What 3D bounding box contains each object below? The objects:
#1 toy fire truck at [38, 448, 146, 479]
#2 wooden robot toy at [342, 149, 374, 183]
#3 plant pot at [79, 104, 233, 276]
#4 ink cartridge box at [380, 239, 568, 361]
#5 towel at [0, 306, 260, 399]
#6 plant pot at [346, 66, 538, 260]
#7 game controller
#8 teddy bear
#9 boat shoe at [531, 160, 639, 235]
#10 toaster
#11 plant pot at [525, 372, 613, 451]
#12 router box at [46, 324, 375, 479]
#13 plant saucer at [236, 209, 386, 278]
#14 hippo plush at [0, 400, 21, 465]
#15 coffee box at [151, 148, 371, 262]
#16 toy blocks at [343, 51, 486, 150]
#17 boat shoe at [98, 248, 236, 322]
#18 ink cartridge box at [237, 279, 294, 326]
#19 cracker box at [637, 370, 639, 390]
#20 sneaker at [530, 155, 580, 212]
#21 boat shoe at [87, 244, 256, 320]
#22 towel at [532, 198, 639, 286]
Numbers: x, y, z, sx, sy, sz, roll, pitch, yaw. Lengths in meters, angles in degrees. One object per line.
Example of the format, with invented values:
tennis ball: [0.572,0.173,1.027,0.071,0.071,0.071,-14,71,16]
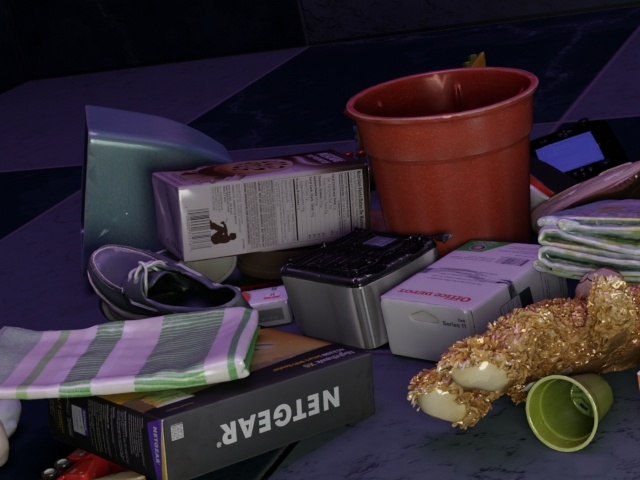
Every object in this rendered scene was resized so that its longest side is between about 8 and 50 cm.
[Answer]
toy fire truck: [-0.246,0.277,1.562,0.135,0.047,0.192,-1,20,28]
wooden robot toy: [0.084,-0.130,2.517,0.173,0.076,0.079,-7,8,16]
plant pot: [-0.281,-0.087,2.369,0.252,0.247,0.248,1,16,-12]
ink cartridge box: [0.200,0.078,1.789,0.153,0.087,0.208,7,26,44]
towel: [-0.238,0.131,1.612,0.325,0.038,0.248,-4,12,2]
plant pot: [0.192,-0.087,1.987,0.272,0.265,0.272,-9,19,3]
game controller: [0.417,-0.132,2.299,0.166,0.067,0.319,-10,18,6]
teddy bear: [0.248,0.109,1.539,0.338,0.113,0.245,-22,-22,-13]
boat shoe: [0.452,-0.067,2.029,0.302,0.109,0.098,-21,21,-8]
toaster: [0.069,0.059,1.894,0.168,0.110,0.185,-28,23,-37]
plant pot: [0.276,0.175,1.486,0.083,0.083,0.079,1,11,36]
router box: [-0.129,0.182,1.626,0.309,0.081,0.243,-13,15,-40]
plant saucer: [0.000,0.000,2.198,0.278,0.041,0.278,-10,15,3]
hippo plush: [-0.542,0.181,1.738,0.294,0.236,0.234,-18,20,-17]
coffee box: [-0.089,-0.056,2.100,0.297,0.119,0.168,-8,13,-19]
toy blocks: [0.170,-0.228,2.524,0.261,0.191,0.381,-8,5,0]
boat shoe: [-0.244,0.057,2.126,0.079,0.095,0.254,7,31,46]
ink cartridge box: [-0.107,0.082,2.051,0.145,0.045,0.179,-10,21,7]
cracker box: [0.472,0.147,1.442,0.232,0.067,0.155,3,24,41]
sneaker: [0.284,-0.063,2.146,0.270,0.145,0.090,28,29,6]
boat shoe: [-0.215,0.062,1.950,0.319,0.099,0.116,26,55,34]
towel: [0.472,0.000,1.742,0.320,0.090,0.374,2,7,29]
